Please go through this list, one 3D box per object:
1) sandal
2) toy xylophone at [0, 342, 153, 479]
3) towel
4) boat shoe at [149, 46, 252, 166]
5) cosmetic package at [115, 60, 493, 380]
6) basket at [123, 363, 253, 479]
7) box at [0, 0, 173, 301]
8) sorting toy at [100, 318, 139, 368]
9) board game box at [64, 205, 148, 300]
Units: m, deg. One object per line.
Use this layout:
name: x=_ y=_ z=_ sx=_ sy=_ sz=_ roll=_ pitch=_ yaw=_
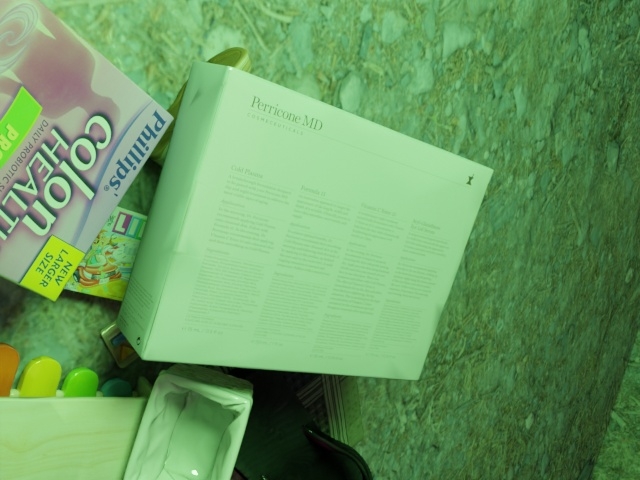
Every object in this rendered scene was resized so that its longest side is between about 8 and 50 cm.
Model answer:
sandal: x=-0.015 y=0.348 z=0.961 sx=0.167 sy=0.107 sz=0.445 roll=-55 pitch=134 yaw=-21
toy xylophone: x=-0.322 y=0.234 z=0.694 sx=0.323 sy=0.081 sz=0.236 roll=28 pitch=83 yaw=-47
towel: x=-0.060 y=0.265 z=1.011 sx=0.312 sy=0.056 sz=0.324 roll=-30 pitch=122 yaw=-39
boat shoe: x=-0.136 y=-0.151 z=0.770 sx=0.170 sy=0.063 sz=0.059 roll=-51 pitch=137 yaw=-7
cosmetic package: x=0.000 y=0.000 z=0.732 sx=0.377 sy=0.097 sz=0.284 roll=14 pitch=100 yaw=-37
basket: x=-0.150 y=0.235 z=0.770 sx=0.103 sy=0.113 sz=0.167 roll=-71 pitch=179 yaw=-86
box: x=-0.296 y=-0.100 z=0.577 sx=0.243 sy=0.117 sz=0.213 roll=42 pitch=73 yaw=-46
sorting toy: x=-0.223 y=0.112 z=0.805 sx=0.083 sy=0.012 sz=0.062 roll=-38 pitch=128 yaw=-30
board game box: x=-0.230 y=0.016 z=0.753 sx=0.154 sy=0.026 sz=0.103 roll=21 pitch=88 yaw=-47
